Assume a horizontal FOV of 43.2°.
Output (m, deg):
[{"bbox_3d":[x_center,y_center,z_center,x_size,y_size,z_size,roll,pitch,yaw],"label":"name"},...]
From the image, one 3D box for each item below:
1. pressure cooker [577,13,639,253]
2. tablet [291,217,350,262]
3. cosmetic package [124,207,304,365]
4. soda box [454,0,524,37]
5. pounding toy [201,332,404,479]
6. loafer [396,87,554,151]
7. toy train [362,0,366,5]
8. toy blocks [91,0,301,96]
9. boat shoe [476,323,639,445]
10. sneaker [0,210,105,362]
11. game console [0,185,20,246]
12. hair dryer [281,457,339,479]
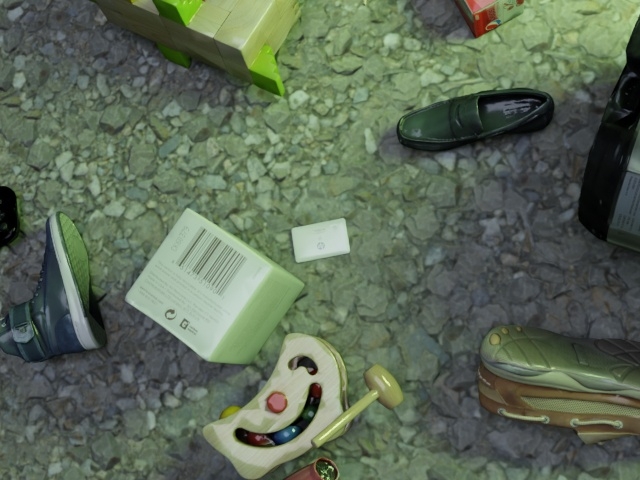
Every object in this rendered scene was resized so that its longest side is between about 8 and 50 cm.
[{"bbox_3d":[0.542,-0.106,0.897,0.421,0.370,0.375,21,95,23],"label":"pressure cooker"},{"bbox_3d":[0.000,0.000,1.202,0.083,0.006,0.054,-11,77,12],"label":"tablet"},{"bbox_3d":[-0.141,0.071,1.130,0.151,0.184,0.151,34,88,17],"label":"cosmetic package"},{"bbox_3d":[0.203,-0.439,1.193,0.084,0.092,0.263,-28,74,8],"label":"soda box"},{"bbox_3d":[-0.039,0.211,1.093,0.270,0.155,0.154,-29,77,5],"label":"pounding toy"},{"bbox_3d":[0.216,-0.177,1.146,0.223,0.078,0.076,-8,77,12],"label":"loafer"},{"bbox_3d":[0.066,-0.445,1.208,0.105,0.143,0.247,-4,84,14],"label":"toy train"},{"bbox_3d":[-0.164,-0.418,1.251,0.382,0.190,0.260,26,75,17],"label":"toy blocks"},{"bbox_3d":[0.357,0.197,1.034,0.325,0.123,0.116,12,116,7],"label":"boat shoe"},{"bbox_3d":[-0.439,0.078,1.251,0.164,0.086,0.226,-17,77,7],"label":"sneaker"},{"bbox_3d":[-0.667,-0.013,1.347,0.362,0.044,0.213,-16,76,10],"label":"game console"},{"bbox_3d":[-0.106,0.360,1.053,0.294,0.223,0.080,-23,48,6],"label":"hair dryer"}]
